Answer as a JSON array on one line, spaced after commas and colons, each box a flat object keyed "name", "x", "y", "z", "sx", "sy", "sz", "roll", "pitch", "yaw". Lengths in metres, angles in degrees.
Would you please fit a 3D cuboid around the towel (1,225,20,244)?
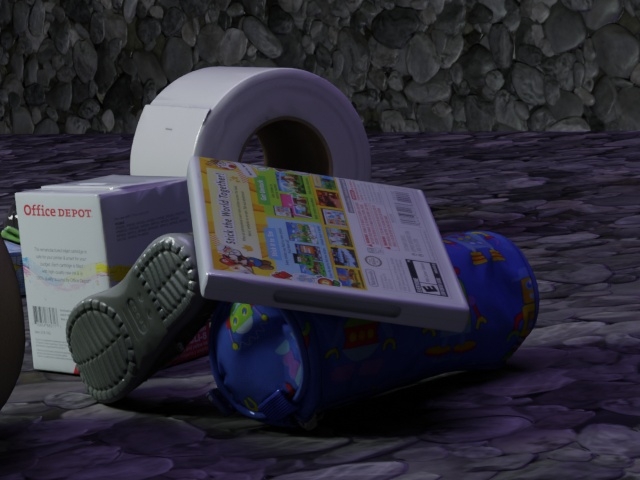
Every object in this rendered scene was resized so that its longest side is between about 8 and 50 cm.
[{"name": "towel", "x": -0.337, "y": 0.007, "z": 2.311, "sx": 0.113, "sy": 0.023, "sz": 0.152, "roll": 20, "pitch": -5, "yaw": -8}]

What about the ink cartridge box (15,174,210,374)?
[{"name": "ink cartridge box", "x": -0.196, "y": 0.030, "z": 1.795, "sx": 0.128, "sy": 0.176, "sz": 0.127, "roll": 3, "pitch": 12, "yaw": 42}]

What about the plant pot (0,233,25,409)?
[{"name": "plant pot", "x": -0.345, "y": 0.067, "z": 1.494, "sx": 0.284, "sy": 0.284, "sz": 0.191, "roll": 2, "pitch": -25, "yaw": 38}]

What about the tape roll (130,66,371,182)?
[{"name": "tape roll", "x": -0.083, "y": -0.086, "z": 2.255, "sx": 0.246, "sy": 0.246, "sz": 0.169, "roll": -10, "pitch": 11, "yaw": -30}]

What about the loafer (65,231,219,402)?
[{"name": "loafer", "x": -0.134, "y": 0.065, "z": 1.600, "sx": 0.087, "sy": 0.094, "sz": 0.251, "roll": -16, "pitch": -13, "yaw": -39}]

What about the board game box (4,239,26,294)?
[{"name": "board game box", "x": -0.448, "y": 0.029, "z": 2.207, "sx": 0.194, "sy": 0.060, "sz": 0.194, "roll": 12, "pitch": 19, "yaw": 15}]

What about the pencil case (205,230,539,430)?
[{"name": "pencil case", "x": 0.048, "y": 0.072, "z": 1.570, "sx": 0.306, "sy": 0.133, "sz": 0.119, "roll": -12, "pitch": -10, "yaw": -42}]

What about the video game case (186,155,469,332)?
[{"name": "video game case", "x": 0.000, "y": 0.000, "z": 1.516, "sx": 0.206, "sy": 0.026, "sz": 0.227, "roll": 8, "pitch": 25, "yaw": -11}]

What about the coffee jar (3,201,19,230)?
[{"name": "coffee jar", "x": -0.324, "y": -0.020, "z": 2.504, "sx": 0.184, "sy": 0.079, "sz": 0.096, "roll": -3, "pitch": 11, "yaw": 6}]

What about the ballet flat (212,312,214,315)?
[{"name": "ballet flat", "x": -0.080, "y": 0.048, "z": 2.004, "sx": 0.203, "sy": 0.074, "sz": 0.074, "roll": -12, "pitch": 10, "yaw": -7}]
